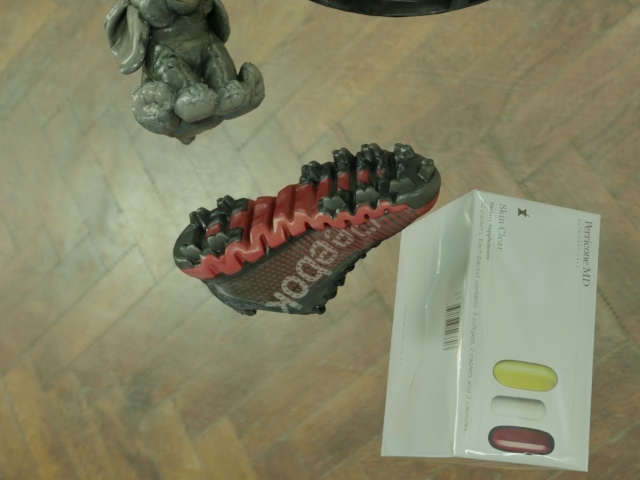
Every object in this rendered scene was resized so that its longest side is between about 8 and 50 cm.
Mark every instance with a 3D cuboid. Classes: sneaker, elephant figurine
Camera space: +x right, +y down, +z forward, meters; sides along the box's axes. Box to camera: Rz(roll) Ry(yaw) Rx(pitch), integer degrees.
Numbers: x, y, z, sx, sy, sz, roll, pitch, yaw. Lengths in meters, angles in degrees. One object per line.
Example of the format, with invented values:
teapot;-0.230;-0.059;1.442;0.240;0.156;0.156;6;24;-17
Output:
sneaker;0.000;0.000;0.998;0.276;0.135;0.097;-20;32;22
elephant figurine;-0.167;-0.249;1.199;0.186;0.169;0.239;-20;88;25

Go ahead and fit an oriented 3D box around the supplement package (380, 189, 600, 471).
supplement package;0.175;0.104;1.093;0.204;0.145;0.262;148;130;-70

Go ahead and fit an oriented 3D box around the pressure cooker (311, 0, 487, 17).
pressure cooker;0.049;-0.360;0.704;0.420;0.375;0.370;-102;15;-55
